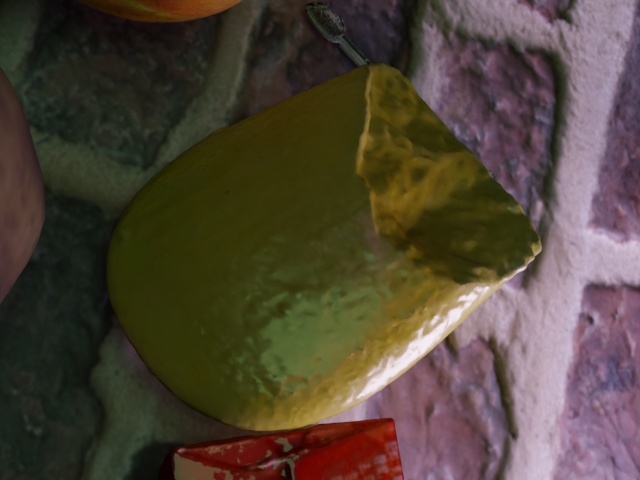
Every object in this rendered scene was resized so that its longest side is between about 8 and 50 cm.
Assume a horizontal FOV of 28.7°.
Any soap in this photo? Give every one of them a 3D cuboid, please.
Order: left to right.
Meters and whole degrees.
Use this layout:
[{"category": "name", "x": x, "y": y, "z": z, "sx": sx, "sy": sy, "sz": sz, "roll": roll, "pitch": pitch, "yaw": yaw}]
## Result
[{"category": "soap", "x": 0.001, "y": -0.001, "z": 1.227, "sx": 0.427, "sy": 0.115, "sz": 0.306, "roll": -34, "pitch": 80, "yaw": -23}]

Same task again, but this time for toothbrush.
[{"category": "toothbrush", "x": 0.091, "y": -0.157, "z": 1.382, "sx": 0.294, "sy": 0.028, "sz": 0.026, "roll": 44, "pitch": 65, "yaw": -15}]

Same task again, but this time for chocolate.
[{"category": "chocolate", "x": -0.032, "y": 0.297, "z": 1.171, "sx": 0.234, "sy": 0.108, "sz": 0.237, "roll": -5, "pitch": 81, "yaw": -26}]

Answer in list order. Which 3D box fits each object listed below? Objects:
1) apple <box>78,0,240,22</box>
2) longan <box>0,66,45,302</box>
[{"category": "apple", "x": -0.152, "y": -0.377, "z": 1.151, "sx": 0.339, "sy": 0.339, "sz": 0.339, "roll": 6, "pitch": 75, "yaw": -24}, {"category": "longan", "x": -0.401, "y": -0.021, "z": 0.945, "sx": 0.404, "sy": 0.336, "sz": 0.404, "roll": 22, "pitch": 55, "yaw": -35}]
